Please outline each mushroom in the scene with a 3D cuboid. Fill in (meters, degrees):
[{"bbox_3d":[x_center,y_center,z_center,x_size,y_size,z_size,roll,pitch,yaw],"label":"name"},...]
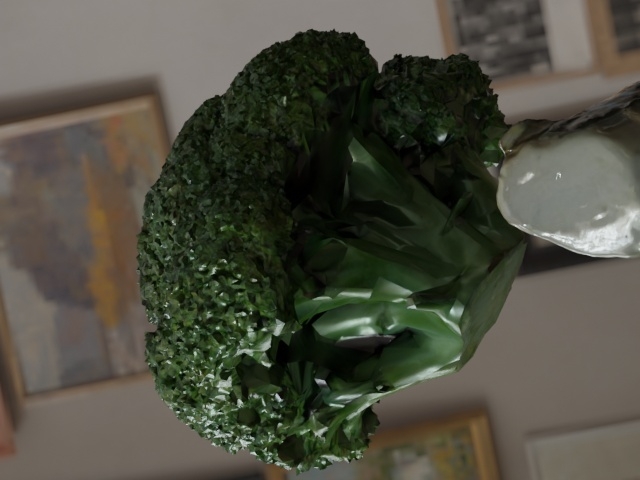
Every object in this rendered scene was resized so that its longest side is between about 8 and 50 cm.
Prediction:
[{"bbox_3d":[0.245,-0.066,1.063,0.109,0.351,0.097,24,124,45],"label":"mushroom"}]

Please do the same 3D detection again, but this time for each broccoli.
[{"bbox_3d":[-0.001,0.008,1.448,0.310,0.321,0.413,49,-142,4],"label":"broccoli"}]
